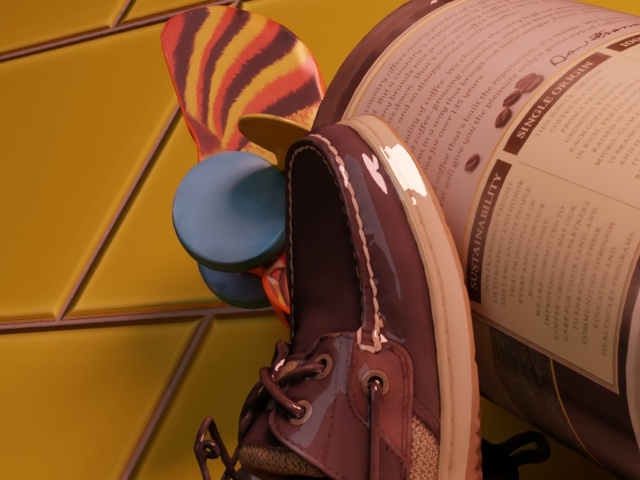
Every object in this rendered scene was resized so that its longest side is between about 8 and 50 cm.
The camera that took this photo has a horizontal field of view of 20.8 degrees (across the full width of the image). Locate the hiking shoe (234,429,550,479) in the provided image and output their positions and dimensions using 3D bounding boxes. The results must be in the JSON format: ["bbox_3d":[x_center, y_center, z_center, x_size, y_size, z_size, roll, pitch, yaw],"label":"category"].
[{"bbox_3d":[-0.009,0.205,0.817,0.132,0.113,0.304,10,66,38],"label":"hiking shoe"}]

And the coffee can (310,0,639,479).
[{"bbox_3d":[0.142,-0.002,0.797,0.201,0.201,0.275,-48,31,-8],"label":"coffee can"}]

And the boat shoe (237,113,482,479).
[{"bbox_3d":[0.011,0.087,0.746,0.103,0.092,0.285,161,103,-67],"label":"boat shoe"}]

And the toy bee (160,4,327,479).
[{"bbox_3d":[0.000,0.000,1.029,0.162,0.298,0.195,-9,2,3],"label":"toy bee"}]
